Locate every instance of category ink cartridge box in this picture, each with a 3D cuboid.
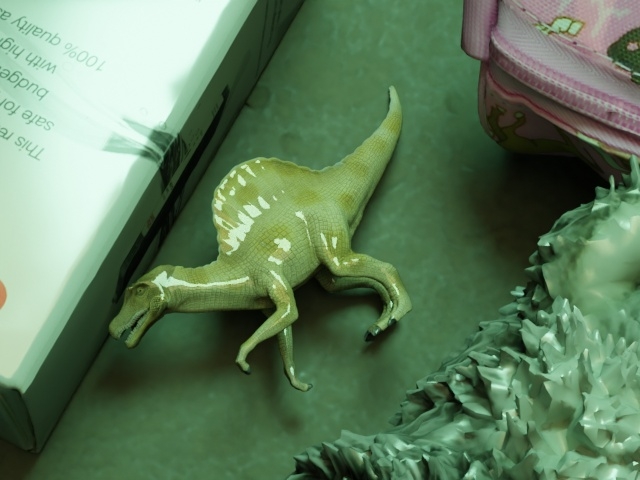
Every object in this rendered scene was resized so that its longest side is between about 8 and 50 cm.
[{"bbox_3d":[-0.139,-0.078,0.699,0.197,0.114,0.273,27,69,5],"label":"ink cartridge box"}]

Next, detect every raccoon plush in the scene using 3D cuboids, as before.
[{"bbox_3d":[-0.031,0.101,0.608,0.446,0.216,0.299,15,62,1],"label":"raccoon plush"}]

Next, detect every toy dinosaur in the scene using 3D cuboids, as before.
[{"bbox_3d":[0.000,0.000,0.705,0.183,0.053,0.093,-38,89,-28],"label":"toy dinosaur"}]

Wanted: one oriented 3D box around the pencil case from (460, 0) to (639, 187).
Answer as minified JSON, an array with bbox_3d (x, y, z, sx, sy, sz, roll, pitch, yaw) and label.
[{"bbox_3d":[0.240,-0.034,0.637,0.386,0.167,0.160,31,92,29],"label":"pencil case"}]
